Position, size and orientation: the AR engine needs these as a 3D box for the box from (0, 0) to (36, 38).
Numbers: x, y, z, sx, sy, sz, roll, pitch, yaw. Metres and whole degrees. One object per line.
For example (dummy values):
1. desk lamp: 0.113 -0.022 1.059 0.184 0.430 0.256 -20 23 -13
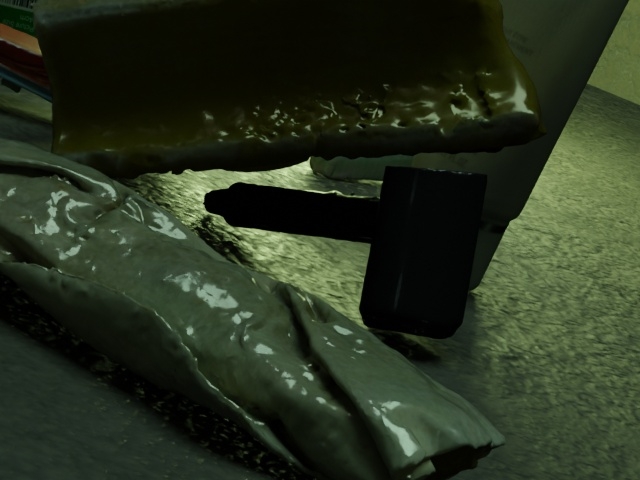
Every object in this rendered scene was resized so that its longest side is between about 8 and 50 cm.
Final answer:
1. box: -0.259 -0.218 1.575 0.250 0.103 0.180 10 18 -40

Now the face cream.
1. face cream: 0.142 -0.115 1.297 0.089 0.314 0.143 9 19 -42

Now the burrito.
1. burrito: -0.084 0.032 0.929 0.392 0.076 0.117 28 17 27

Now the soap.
1. soap: -0.013 -0.135 1.272 0.339 0.169 0.304 -5 13 5

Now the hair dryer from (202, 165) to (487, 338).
1. hair dryer: 0.000 -0.002 1.195 0.248 0.114 0.070 7 -5 40

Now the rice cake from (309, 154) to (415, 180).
1. rice cake: 0.073 -0.107 1.591 0.211 0.124 0.038 -3 21 -46

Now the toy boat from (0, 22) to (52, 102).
1. toy boat: -0.252 -0.136 1.367 0.173 0.058 0.069 22 13 -21
